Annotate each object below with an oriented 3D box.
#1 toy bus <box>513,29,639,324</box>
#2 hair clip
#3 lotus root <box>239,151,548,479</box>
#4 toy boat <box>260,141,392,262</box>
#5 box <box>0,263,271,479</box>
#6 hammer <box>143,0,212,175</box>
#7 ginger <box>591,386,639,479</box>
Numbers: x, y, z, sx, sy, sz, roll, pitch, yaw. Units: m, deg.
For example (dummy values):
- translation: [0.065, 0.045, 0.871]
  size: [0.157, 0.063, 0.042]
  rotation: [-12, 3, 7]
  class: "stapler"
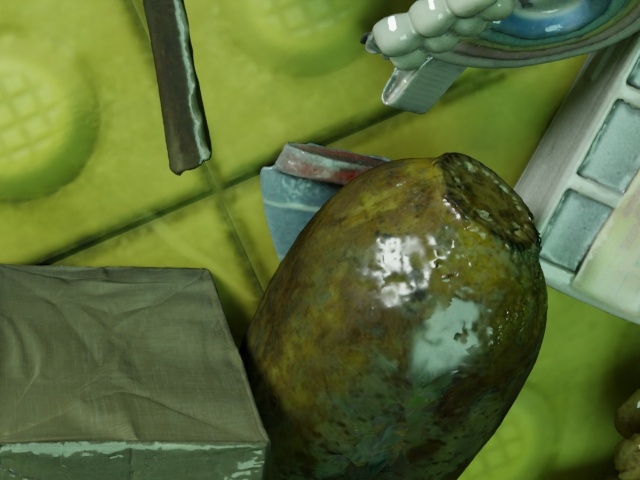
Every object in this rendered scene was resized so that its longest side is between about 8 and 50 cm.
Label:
- translation: [0.240, -0.116, 0.889]
  size: [0.138, 0.097, 0.342]
  rotation: [22, 108, -12]
  class: "toy bus"
- translation: [0.118, -0.135, 0.807]
  size: [0.220, 0.054, 0.140]
  rotation: [-24, 157, 36]
  class: "hair clip"
- translation: [0.036, 0.074, 0.871]
  size: [0.160, 0.152, 0.275]
  rotation: [23, 121, -8]
  class: "lotus root"
- translation: [0.000, 0.001, 0.921]
  size: [0.096, 0.034, 0.122]
  rotation: [11, 112, -10]
  class: "toy boat"
- translation: [-0.123, 0.126, 0.839]
  size: [0.155, 0.231, 0.149]
  rotation: [2, 112, -13]
  class: "box"
- translation: [-0.092, -0.179, 0.728]
  size: [0.027, 0.125, 0.297]
  rotation: [-23, 108, -39]
  class: "hammer"
- translation: [0.290, 0.236, 1.011]
  size: [0.236, 0.166, 0.375]
  rotation: [-9, 109, -17]
  class: "ginger"
